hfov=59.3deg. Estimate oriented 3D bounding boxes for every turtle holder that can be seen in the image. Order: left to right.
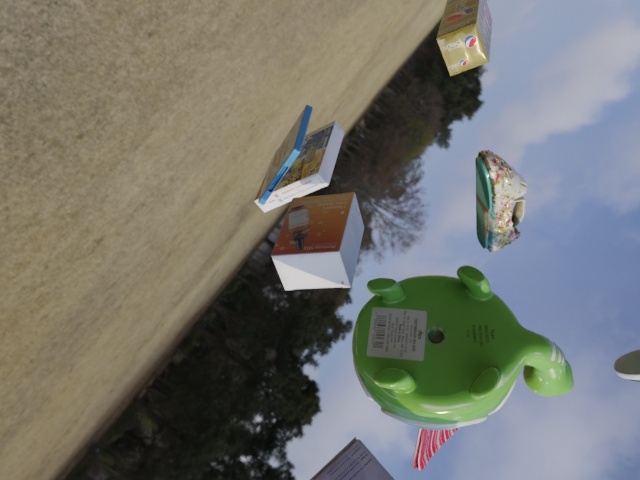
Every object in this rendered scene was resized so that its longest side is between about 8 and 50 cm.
[{"bbox_3d":[0.215,0.180,0.915,0.321,0.243,0.227,-21,142,-6],"label":"turtle holder"}]

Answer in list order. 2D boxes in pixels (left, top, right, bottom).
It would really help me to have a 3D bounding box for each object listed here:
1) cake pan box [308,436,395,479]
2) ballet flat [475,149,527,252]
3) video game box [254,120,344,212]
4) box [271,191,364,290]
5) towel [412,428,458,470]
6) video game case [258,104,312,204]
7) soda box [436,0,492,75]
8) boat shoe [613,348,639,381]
[{"bbox_3d":[0.035,0.432,0.708,0.267,0.246,0.070,-33,154,-33],"label":"cake pan box"},{"bbox_3d":[0.292,-0.069,0.908,0.077,0.091,0.241,-17,147,5],"label":"ballet flat"},{"bbox_3d":[-0.047,-0.173,1.304,0.187,0.048,0.205,-23,-146,33],"label":"video game box"},{"bbox_3d":[0.000,0.000,1.042,0.130,0.091,0.170,-4,-140,17],"label":"box"},{"bbox_3d":[0.341,0.462,1.473,0.275,0.031,0.198,-30,136,-35],"label":"towel"},{"bbox_3d":[-0.065,-0.153,1.024,0.166,0.015,0.119,-47,-155,49],"label":"video game case"},{"bbox_3d":[0.217,-0.314,0.833,0.058,0.061,0.181,-13,-147,28],"label":"soda box"},{"bbox_3d":[0.602,0.228,0.945,0.183,0.083,0.065,-18,-156,38],"label":"boat shoe"}]
